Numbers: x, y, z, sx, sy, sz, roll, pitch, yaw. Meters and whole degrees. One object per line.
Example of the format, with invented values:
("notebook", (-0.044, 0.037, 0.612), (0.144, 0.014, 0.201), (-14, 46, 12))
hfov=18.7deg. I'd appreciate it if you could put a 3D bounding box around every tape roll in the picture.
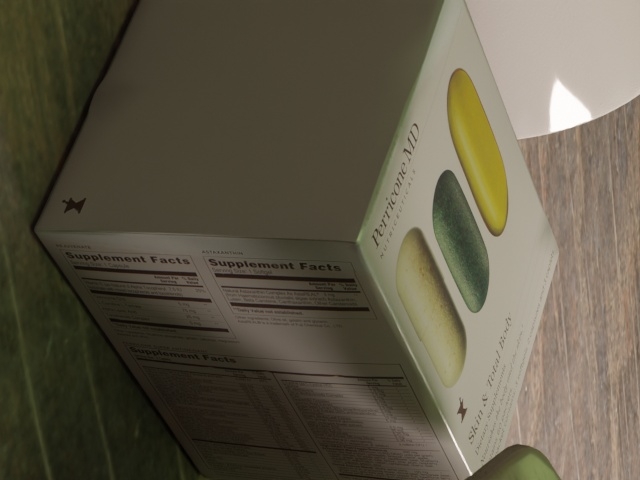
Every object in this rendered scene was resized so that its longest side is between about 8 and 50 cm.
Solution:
("tape roll", (0.131, -0.209, 1.365), (0.246, 0.246, 0.169), (-65, 146, -40))

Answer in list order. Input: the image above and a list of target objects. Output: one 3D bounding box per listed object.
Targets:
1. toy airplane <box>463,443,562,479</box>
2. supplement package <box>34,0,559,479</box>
("toy airplane", (0.011, 0.271, 0.981), (0.386, 0.384, 0.272), (-28, 106, -64))
("supplement package", (0.000, 0.000, 1.152), (0.262, 0.198, 0.199), (62, 39, -47))
